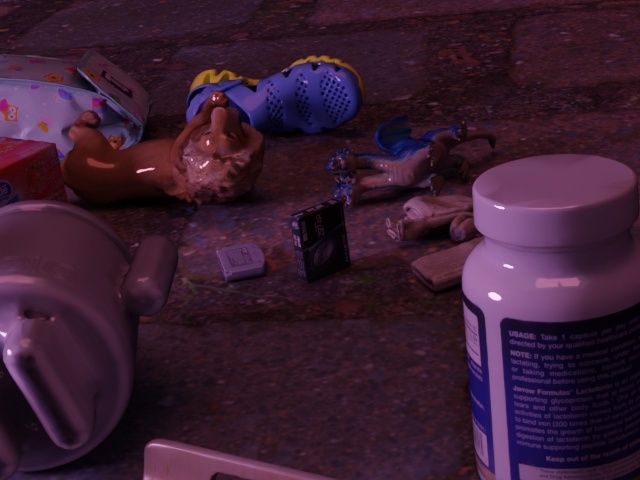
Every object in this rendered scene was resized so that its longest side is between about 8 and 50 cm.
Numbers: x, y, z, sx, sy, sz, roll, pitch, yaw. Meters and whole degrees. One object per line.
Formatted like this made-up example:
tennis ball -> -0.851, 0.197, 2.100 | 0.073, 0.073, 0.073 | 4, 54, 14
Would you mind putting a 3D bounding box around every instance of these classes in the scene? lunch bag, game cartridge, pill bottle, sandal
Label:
lunch bag -> -0.406, -0.217, 2.033 | 0.262, 0.160, 0.223 | 2, 18, -6
game cartridge -> -0.095, 0.026, 1.532 | 0.056, 0.017, 0.083 | -14, 23, -7
pill bottle -> 0.192, 0.074, 1.001 | 0.153, 0.265, 0.153 | -6, 23, 3
sandal -> -0.083, -0.206, 1.968 | 0.317, 0.126, 0.138 | -7, 24, 24

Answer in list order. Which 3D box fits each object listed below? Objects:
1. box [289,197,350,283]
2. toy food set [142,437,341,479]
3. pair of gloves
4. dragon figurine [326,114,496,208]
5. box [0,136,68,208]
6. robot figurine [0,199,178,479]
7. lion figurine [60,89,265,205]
box -> 0.000, 0.000, 1.474 | 0.067, 0.083, 0.018 | -22, 25, -32
toy food set -> -0.130, 0.248, 0.908 | 0.219, 0.092, 0.306 | 7, 27, 31
pair of gloves -> 0.192, -0.016, 1.510 | 0.204, 0.042, 0.240 | -10, 22, -7
dragon figurine -> 0.125, -0.120, 1.721 | 0.144, 0.085, 0.289 | 9, 29, 34
box -> -0.462, -0.034, 1.643 | 0.122, 0.128, 0.257 | 8, 26, 33
robot figurine -> -0.275, 0.083, 1.208 | 0.299, 0.200, 0.353 | -21, 22, 2
lion figurine -> -0.241, -0.110, 1.790 | 0.392, 0.142, 0.240 | -14, 26, 23
